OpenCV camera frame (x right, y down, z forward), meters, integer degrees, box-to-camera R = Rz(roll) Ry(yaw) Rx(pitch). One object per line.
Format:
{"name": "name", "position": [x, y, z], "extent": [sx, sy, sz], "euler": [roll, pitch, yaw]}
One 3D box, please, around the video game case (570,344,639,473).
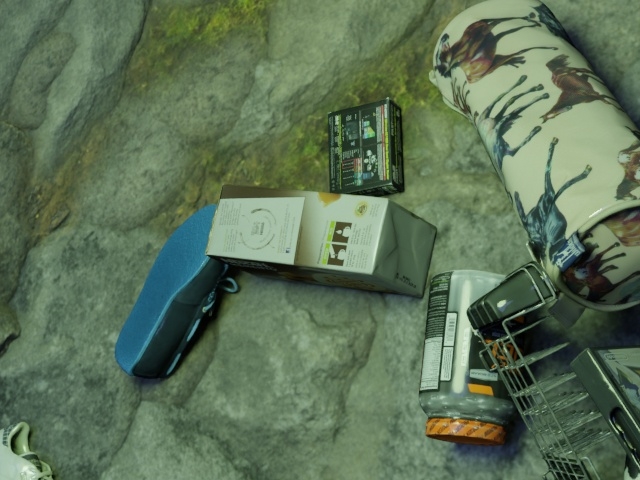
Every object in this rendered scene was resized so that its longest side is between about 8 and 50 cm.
{"name": "video game case", "position": [0.397, 0.207, 1.319], "extent": [0.035, 0.275, 0.248], "euler": [-50, 55, 33]}

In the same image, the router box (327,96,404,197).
{"name": "router box", "position": [0.059, -0.116, 1.755], "extent": [0.092, 0.038, 0.122], "euler": [-11, 70, 28]}

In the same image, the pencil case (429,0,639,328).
{"name": "pencil case", "position": [0.257, -0.105, 1.514], "extent": [0.183, 0.160, 0.410], "euler": [-33, 46, 11]}

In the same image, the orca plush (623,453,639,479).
{"name": "orca plush", "position": [0.337, 0.274, 1.435], "extent": [0.102, 0.151, 0.287], "euler": [-43, 56, 50]}

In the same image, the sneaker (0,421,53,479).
{"name": "sneaker", "position": [-0.406, 0.359, 1.856], "extent": [0.095, 0.090, 0.235], "euler": [-37, 61, 5]}

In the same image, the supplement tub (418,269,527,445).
{"name": "supplement tub", "position": [0.176, 0.137, 1.561], "extent": [0.117, 0.117, 0.190], "euler": [-1, 75, 30]}

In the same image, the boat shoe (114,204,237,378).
{"name": "boat shoe", "position": [-0.183, 0.068, 1.816], "extent": [0.258, 0.089, 0.109], "euler": [-54, 44, 11]}

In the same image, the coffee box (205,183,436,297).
{"name": "coffee box", "position": [0.000, 0.000, 1.693], "extent": [0.246, 0.141, 0.098], "euler": [6, 78, 31]}

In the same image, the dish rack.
{"name": "dish rack", "position": [0.241, 0.164, 1.406], "extent": [0.074, 0.208, 0.271], "euler": [-27, 84, -3]}
